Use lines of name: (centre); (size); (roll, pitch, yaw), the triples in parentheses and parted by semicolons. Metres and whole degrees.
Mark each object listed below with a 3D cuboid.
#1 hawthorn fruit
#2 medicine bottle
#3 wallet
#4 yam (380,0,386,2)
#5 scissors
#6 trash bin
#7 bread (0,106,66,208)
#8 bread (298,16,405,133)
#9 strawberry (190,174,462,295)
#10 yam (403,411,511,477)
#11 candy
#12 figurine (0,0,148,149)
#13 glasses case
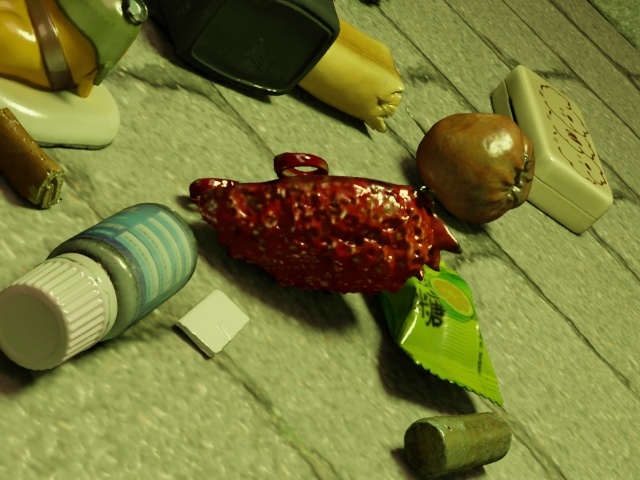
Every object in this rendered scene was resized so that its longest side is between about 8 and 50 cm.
hawthorn fruit: (0.188, -0.093, 1.664); (0.149, 0.149, 0.189); (21, -8, -36)
medicine bottle: (-0.167, 0.034, 0.987); (0.083, 0.083, 0.203); (42, 25, 2)
wallet: (-0.092, 0.070, 1.118); (0.044, 0.011, 0.083); (42, 25, 1)
yam: (0.043, -0.550, 2.059); (0.348, 0.241, 0.241); (35, 26, -6)
scissors: (-0.006, -0.043, 1.304); (0.247, 0.144, 0.017); (14, 67, -54)
trash bin: (-0.103, -0.327, 1.551); (0.209, 0.182, 0.290); (20, 38, -39)
bread: (-0.247, -0.068, 1.085); (0.036, 0.047, 0.083); (-33, 72, -33)
bread: (0.021, -0.219, 1.654); (0.173, 0.085, 0.134); (27, 32, -31)
strawberry: (0.004, -0.003, 1.222); (0.228, 0.174, 0.098); (9, 75, -38)
yam: (0.126, 0.185, 1.196); (0.132, 0.054, 0.054); (3, 45, -54)
candy: (0.110, 0.067, 1.343); (0.149, 0.069, 0.246); (22, 30, -31)
figurine: (-0.254, -0.190, 1.156); (0.250, 0.141, 0.167); (14, 38, -45)
glasses case: (0.353, -0.147, 2.018); (0.144, 0.076, 0.336); (32, 27, -19)
